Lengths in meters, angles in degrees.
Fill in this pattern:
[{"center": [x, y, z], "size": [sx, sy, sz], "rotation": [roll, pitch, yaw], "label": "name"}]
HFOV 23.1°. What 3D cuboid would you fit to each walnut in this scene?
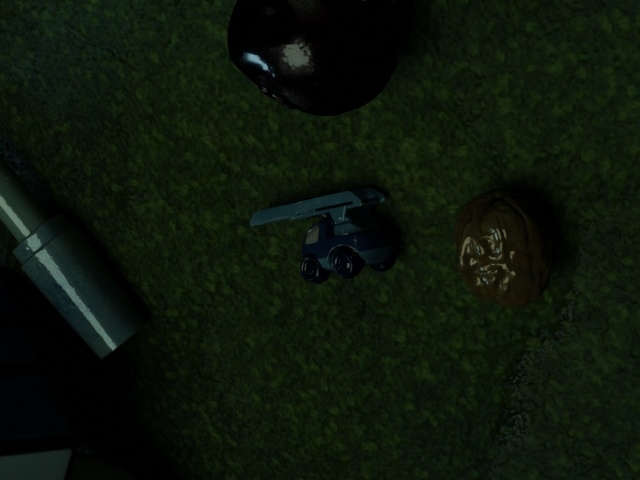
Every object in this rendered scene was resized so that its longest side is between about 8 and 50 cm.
[{"center": [0.144, 0.009, 1.237], "size": [0.079, 0.082, 0.096], "rotation": [35, 139, 53], "label": "walnut"}]

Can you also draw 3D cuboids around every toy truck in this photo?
[{"center": [0.000, 0.000, 1.348], "size": [0.136, 0.063, 0.074], "rotation": [-12, 89, 41], "label": "toy truck"}]

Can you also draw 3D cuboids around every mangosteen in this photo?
[{"center": [0.005, -0.172, 1.208], "size": [0.137, 0.137, 0.151], "rotation": [33, 97, 16], "label": "mangosteen"}]

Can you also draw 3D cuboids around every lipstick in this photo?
[{"center": [-0.278, -0.007, 1.540], "size": [0.068, 0.061, 0.274], "rotation": [-37, 93, 37], "label": "lipstick"}]

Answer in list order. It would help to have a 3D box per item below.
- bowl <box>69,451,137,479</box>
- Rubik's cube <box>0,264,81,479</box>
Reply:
[{"center": [-0.242, 0.352, 1.641], "size": [0.277, 0.145, 0.277], "rotation": [-6, 82, 53], "label": "bowl"}, {"center": [-0.433, 0.215, 1.552], "size": [0.283, 0.288, 0.293], "rotation": [53, 135, 44], "label": "Rubik's cube"}]
